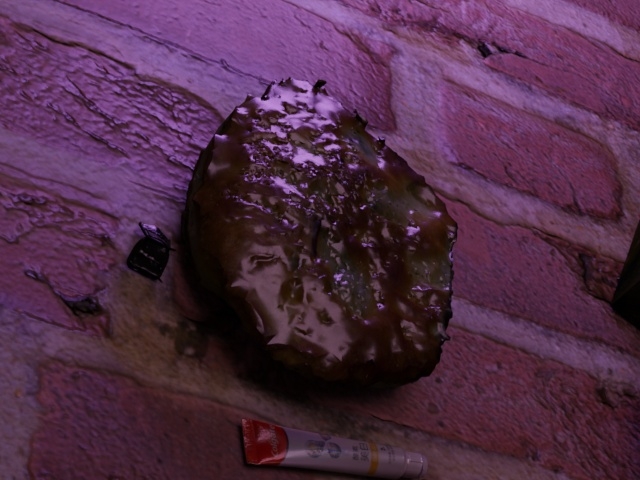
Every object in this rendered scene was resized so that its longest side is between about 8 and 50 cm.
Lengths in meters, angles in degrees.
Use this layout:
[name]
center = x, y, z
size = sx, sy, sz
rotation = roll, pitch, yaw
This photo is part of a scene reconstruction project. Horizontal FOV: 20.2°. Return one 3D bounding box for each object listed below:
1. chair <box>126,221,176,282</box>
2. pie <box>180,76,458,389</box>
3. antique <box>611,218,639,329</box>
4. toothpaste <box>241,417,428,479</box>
[chair]
center = -0.161, 0.013, 1.701
size = 0.037, 0.042, 0.086
rotation = 30, 5, -15
[pie]
center = 0.000, 0.000, 1.785
size = 0.288, 0.103, 0.355
rotation = 25, 46, -19
[antique]
center = 0.415, 0.017, 2.117
size = 0.080, 0.081, 0.221
rotation = 37, 40, -6
[toothpaste]
center = 0.014, 0.198, 1.671
size = 0.190, 0.031, 0.048
rotation = 12, 51, -27
